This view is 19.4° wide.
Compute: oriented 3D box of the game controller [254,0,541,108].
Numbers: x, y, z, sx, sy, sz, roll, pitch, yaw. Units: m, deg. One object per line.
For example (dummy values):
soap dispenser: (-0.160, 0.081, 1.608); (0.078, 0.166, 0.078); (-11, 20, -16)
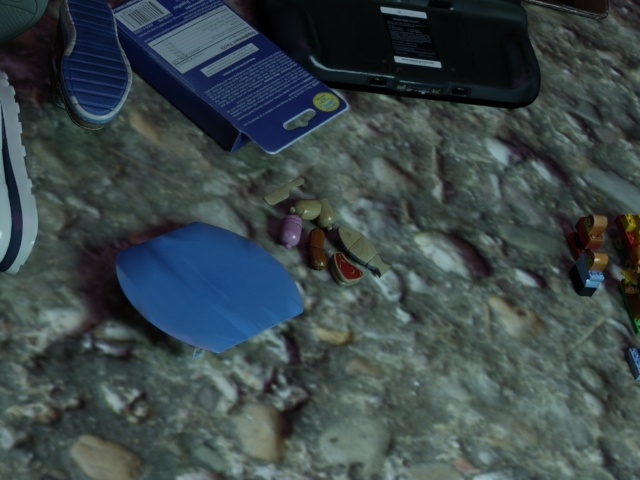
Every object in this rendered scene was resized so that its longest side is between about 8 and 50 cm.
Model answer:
game controller: (0.084, -0.219, 1.966); (0.319, 0.067, 0.166); (4, 61, -24)

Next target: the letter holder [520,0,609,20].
letter holder: (0.261, -0.421, 2.185); (0.214, 0.152, 0.302); (13, 43, -18)

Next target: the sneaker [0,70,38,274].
sneaker: (-0.308, -0.075, 1.575); (0.095, 0.090, 0.235); (4, 45, -31)

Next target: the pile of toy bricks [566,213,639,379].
pile of toy bricks: (0.324, 0.033, 1.791); (0.118, 0.105, 0.212); (4, 47, -25)

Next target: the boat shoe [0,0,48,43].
boat shoe: (-0.404, -0.235, 1.674); (0.320, 0.118, 0.103); (-4, 54, -22)

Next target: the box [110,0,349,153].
box: (-0.095, -0.165, 1.822); (0.225, 0.036, 0.136); (40, 43, 16)

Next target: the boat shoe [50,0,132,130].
boat shoe: (-0.215, -0.153, 1.723); (0.066, 0.066, 0.183); (14, 37, -18)

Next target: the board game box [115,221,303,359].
board game box: (-0.101, 0.048, 1.610); (0.133, 0.033, 0.169); (41, 38, 22)

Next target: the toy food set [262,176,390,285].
toy food set: (0.000, 0.000, 1.722); (0.122, 0.019, 0.078); (49, 45, 11)
